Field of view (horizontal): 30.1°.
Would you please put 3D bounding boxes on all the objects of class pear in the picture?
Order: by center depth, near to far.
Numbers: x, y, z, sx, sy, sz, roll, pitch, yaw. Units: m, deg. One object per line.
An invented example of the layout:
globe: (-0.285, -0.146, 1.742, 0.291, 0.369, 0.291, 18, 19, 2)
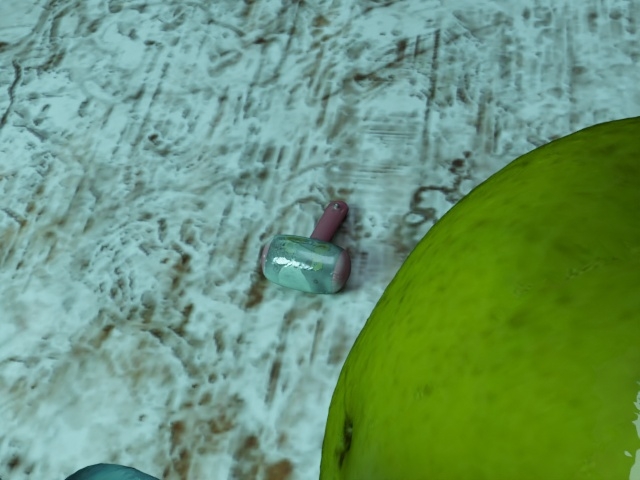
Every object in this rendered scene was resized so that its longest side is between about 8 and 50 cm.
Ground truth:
pear: (0.160, 0.071, 0.498, 0.340, 0.191, 0.386, 13, 46, 18)

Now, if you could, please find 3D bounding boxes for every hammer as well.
hammer: (0.000, 0.000, 0.705, 0.053, 0.031, 0.083, 13, 36, 14)

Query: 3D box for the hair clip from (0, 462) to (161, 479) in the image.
hair clip: (-0.130, 0.220, 0.337, 0.392, 0.238, 0.318, 30, 56, 29)
